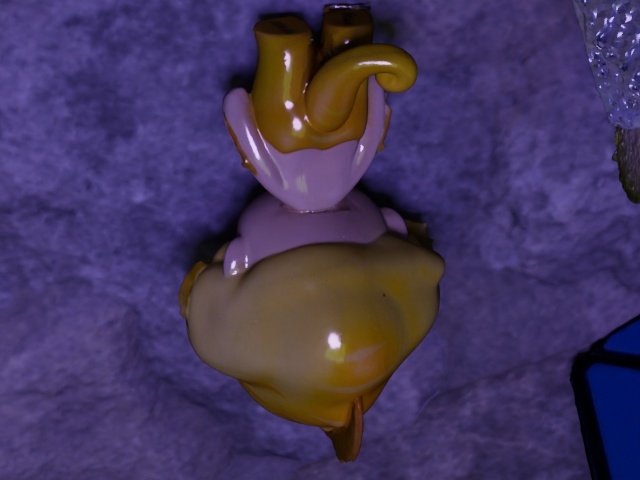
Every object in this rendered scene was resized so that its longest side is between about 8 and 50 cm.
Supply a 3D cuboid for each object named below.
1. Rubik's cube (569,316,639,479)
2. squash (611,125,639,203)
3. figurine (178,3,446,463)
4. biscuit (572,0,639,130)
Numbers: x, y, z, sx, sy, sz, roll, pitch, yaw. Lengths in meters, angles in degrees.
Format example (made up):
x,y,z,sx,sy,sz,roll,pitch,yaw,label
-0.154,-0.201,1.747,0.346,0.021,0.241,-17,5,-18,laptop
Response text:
x,y,z,sx,sy,sz,roll,pitch,yaw,label
0.316,0.157,1.080,0.246,0.248,0.250,-31,124,18,Rubik's cube
0.283,-0.075,0.969,0.247,0.132,0.132,2,127,-6,squash
0.000,0.000,1.012,0.156,0.131,0.246,-12,118,-16,figurine
0.163,-0.181,0.840,0.147,0.046,0.250,-12,100,28,biscuit
